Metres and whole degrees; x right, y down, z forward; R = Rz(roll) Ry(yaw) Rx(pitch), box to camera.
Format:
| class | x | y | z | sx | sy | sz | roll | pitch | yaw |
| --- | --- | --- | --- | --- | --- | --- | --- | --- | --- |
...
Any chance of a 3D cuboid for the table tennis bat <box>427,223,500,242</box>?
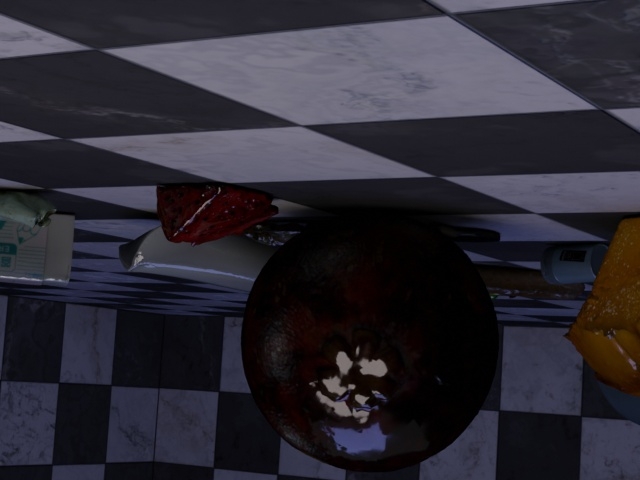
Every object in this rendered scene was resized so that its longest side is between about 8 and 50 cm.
| class | x | y | z | sx | sy | sz | roll | pitch | yaw |
| --- | --- | --- | --- | --- | --- | --- | --- | --- | --- |
| table tennis bat | 0.170 | -0.007 | 1.680 | 0.095 | 0.014 | 0.158 | 2 | 175 | 25 |

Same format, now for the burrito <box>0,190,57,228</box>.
| class | x | y | z | sx | sy | sz | roll | pitch | yaw |
| --- | --- | --- | --- | --- | --- | --- | --- | --- | --- |
| burrito | -0.362 | -0.037 | 1.567 | 0.118 | 0.044 | 0.074 | 3 | 176 | 24 |

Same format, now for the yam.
| class | x | y | z | sx | sy | sz | roll | pitch | yaw |
| --- | --- | --- | --- | --- | --- | --- | --- | --- | --- |
| yam | 0.299 | 0.066 | 2.140 | 0.264 | 0.046 | 0.046 | 7 | 173 | -15 |

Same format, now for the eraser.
| class | x | y | z | sx | sy | sz | roll | pitch | yaw |
| --- | --- | --- | --- | --- | --- | --- | --- | --- | --- |
| eraser | -0.439 | 0.003 | 1.742 | 0.225 | 0.095 | 0.052 | 5 | 170 | -14 |

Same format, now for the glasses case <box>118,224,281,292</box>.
| class | x | y | z | sx | sy | sz | roll | pitch | yaw |
| --- | --- | --- | --- | --- | --- | --- | --- | --- | --- |
| glasses case | -0.118 | 0.023 | 1.779 | 0.308 | 0.083 | 0.128 | 13 | -179 | -28 |

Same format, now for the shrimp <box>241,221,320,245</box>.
| class | x | y | z | sx | sy | sz | roll | pitch | yaw |
| --- | --- | --- | --- | --- | --- | --- | --- | --- | --- |
| shrimp | 0.000 | -0.003 | 1.744 | 0.195 | 0.035 | 0.148 | 1 | 176 | 10 |

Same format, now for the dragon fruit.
| class | x | y | z | sx | sy | sz | roll | pitch | yaw |
| --- | --- | --- | --- | --- | --- | --- | --- | --- | --- |
| dragon fruit | -0.109 | -0.023 | 1.462 | 0.097 | 0.063 | 0.131 | -1 | 172 | 38 |

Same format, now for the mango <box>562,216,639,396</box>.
| class | x | y | z | sx | sy | sz | roll | pitch | yaw |
| --- | --- | --- | --- | --- | --- | --- | --- | --- | --- |
| mango | 0.393 | 0.061 | 1.459 | 0.199 | 0.201 | 0.350 | -15 | 168 | -20 |

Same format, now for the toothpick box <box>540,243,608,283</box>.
| class | x | y | z | sx | sy | sz | roll | pitch | yaw |
| --- | --- | --- | --- | --- | --- | --- | --- | --- | --- |
| toothpick box | 0.338 | 0.031 | 1.757 | 0.052 | 0.052 | 0.083 | 9 | 170 | -40 |

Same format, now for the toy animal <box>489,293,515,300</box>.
| class | x | y | z | sx | sy | sz | roll | pitch | yaw |
| --- | --- | --- | --- | --- | --- | --- | --- | --- | --- |
| toy animal | 0.261 | 0.084 | 2.369 | 0.075 | 0.041 | 0.217 | 6 | 178 | -32 |

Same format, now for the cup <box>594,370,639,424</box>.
| class | x | y | z | sx | sy | sz | roll | pitch | yaw |
| --- | --- | --- | --- | --- | --- | --- | --- | --- | --- |
| cup | 0.661 | 0.183 | 2.292 | 0.357 | 0.259 | 0.274 | -27 | -178 | -13 |

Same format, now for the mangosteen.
| class | x | y | z | sx | sy | sz | roll | pitch | yaw |
| --- | --- | --- | --- | --- | --- | --- | --- | --- | --- |
| mangosteen | 0.060 | 0.116 | 1.598 | 0.306 | 0.306 | 0.359 | 3 | -174 | 5 |
